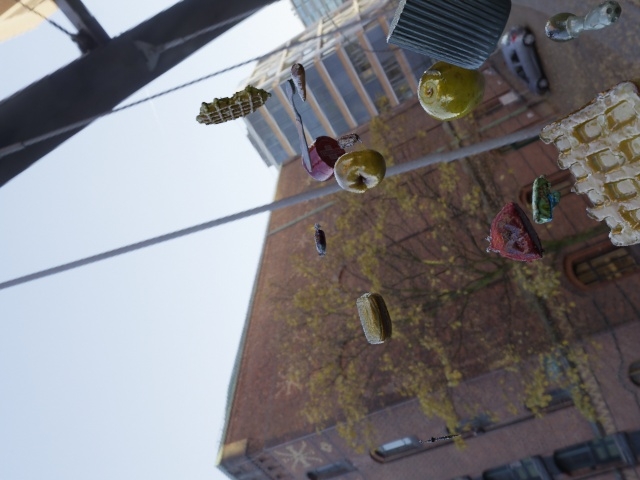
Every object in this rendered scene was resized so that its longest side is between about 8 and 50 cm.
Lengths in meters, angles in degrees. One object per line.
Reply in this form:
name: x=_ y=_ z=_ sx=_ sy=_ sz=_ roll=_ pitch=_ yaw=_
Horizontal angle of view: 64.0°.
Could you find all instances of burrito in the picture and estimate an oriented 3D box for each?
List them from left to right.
burrito: x=0.880 y=-0.158 z=1.996 sx=0.288 sy=0.104 sz=0.054 roll=-67 pitch=-9 yaw=-45

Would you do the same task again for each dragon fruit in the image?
dragon fruit: x=0.806 y=-0.018 z=2.183 sx=0.134 sy=0.212 sz=0.262 roll=-11 pitch=-102 yaw=-62

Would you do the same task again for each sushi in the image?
sushi: x=0.120 y=-0.430 z=2.213 sx=0.055 sy=0.120 sz=0.052 roll=26 pitch=-129 yaw=-61

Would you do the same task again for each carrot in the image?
carrot: x=-0.066 y=-0.519 z=1.701 sx=0.216 sy=0.048 sz=0.048 roll=72 pitch=177 yaw=-76

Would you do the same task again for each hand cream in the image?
hand cream: x=0.018 y=-0.385 z=2.417 sx=0.193 sy=0.125 sz=0.193 roll=21 pitch=-129 yaw=-29

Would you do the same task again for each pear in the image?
pear: x=0.606 y=-0.689 z=2.359 sx=0.336 sy=0.285 sz=0.284 roll=-13 pitch=-102 yaw=-56

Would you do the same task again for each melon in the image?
melon: x=0.850 y=-0.745 z=1.791 sx=0.099 sy=0.099 sz=0.162 roll=59 pitch=-171 yaw=-19

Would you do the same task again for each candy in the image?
candy: x=0.000 y=0.000 z=2.052 sx=0.043 sy=0.045 sz=0.175 roll=22 pitch=-138 yaw=-31

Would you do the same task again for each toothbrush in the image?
toothbrush: x=-0.075 y=-0.418 z=1.908 sx=0.037 sy=0.028 sz=0.375 roll=-49 pitch=-42 yaw=-41

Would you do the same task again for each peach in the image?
peach: x=0.137 y=-0.234 z=1.735 sx=0.179 sy=0.179 sz=0.103 roll=46 pitch=-149 yaw=-47

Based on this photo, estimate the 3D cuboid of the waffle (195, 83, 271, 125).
waffle: x=-0.352 y=-0.539 z=2.061 sx=0.301 sy=0.282 sz=0.058 roll=-22 pitch=-91 yaw=-29

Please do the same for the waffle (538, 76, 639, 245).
waffle: x=0.649 y=-0.148 z=1.075 sx=0.348 sy=0.078 sz=0.304 roll=58 pitch=169 yaw=0

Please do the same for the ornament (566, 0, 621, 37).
ornament: x=0.823 y=-0.664 z=1.540 sx=0.075 sy=0.081 sz=0.156 roll=44 pitch=169 yaw=-20

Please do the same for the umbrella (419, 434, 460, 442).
umbrella: x=0.430 y=0.713 z=1.841 sx=0.022 sy=0.149 sz=0.022 roll=-91 pitch=-14 yaw=-49

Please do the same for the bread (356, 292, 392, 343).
bread: x=0.256 y=0.357 z=2.377 sx=0.140 sy=0.106 sz=0.236 roll=-6 pitch=-103 yaw=-56

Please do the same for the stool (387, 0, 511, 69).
stool: x=0.433 y=-0.758 z=1.733 sx=0.330 sy=0.297 sz=0.297 roll=20 pitch=-153 yaw=-5
